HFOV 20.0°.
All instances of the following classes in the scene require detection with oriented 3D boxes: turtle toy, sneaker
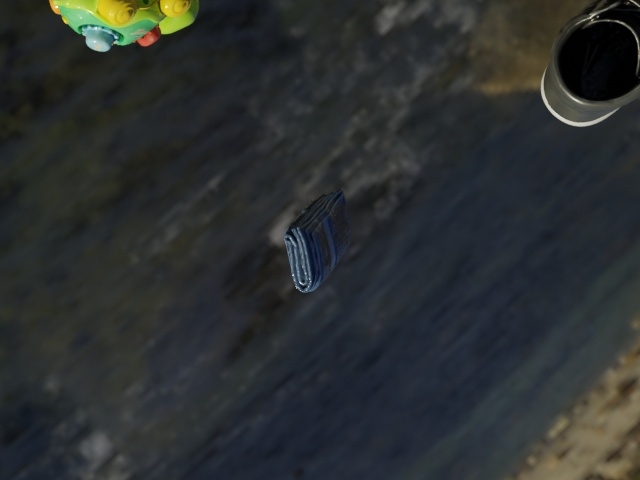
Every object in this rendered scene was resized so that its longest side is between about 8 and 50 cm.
[{"bbox_3d":[-0.139,-0.175,1.302,0.130,0.095,0.066,-13,138,-41],"label":"turtle toy"},{"bbox_3d":[0.302,-0.213,1.549,0.296,0.104,0.147,-49,179,10],"label":"sneaker"}]

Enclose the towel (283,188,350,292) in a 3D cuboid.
[{"bbox_3d":[0.000,0.000,1.676,0.029,0.067,0.119,-6,-162,19],"label":"towel"}]
